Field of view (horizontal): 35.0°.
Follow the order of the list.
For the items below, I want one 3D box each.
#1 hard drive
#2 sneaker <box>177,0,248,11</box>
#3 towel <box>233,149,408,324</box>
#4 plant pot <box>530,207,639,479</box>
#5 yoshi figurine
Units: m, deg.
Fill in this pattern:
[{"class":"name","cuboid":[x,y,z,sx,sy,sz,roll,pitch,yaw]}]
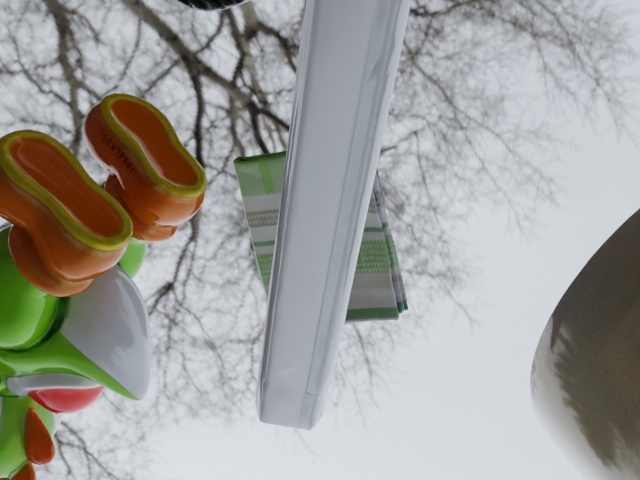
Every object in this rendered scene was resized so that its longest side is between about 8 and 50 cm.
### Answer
[{"class":"hard drive","cuboid":[0.012,-0.084,0.486,0.040,0.308,0.203,10,-138,-1]},{"class":"sneaker","cuboid":[-0.001,-0.260,0.794,0.261,0.104,0.125,-13,-158,3]},{"class":"towel","cuboid":[0.000,0.000,0.791,0.113,0.152,0.023,-9,-157,11]},{"class":"plant pot","cuboid":[0.280,0.092,0.517,0.284,0.284,0.191,-28,-132,0]},{"class":"yoshi figurine","cuboid":[-0.244,0.044,0.735,0.362,0.203,0.203,-51,-147,33]}]
